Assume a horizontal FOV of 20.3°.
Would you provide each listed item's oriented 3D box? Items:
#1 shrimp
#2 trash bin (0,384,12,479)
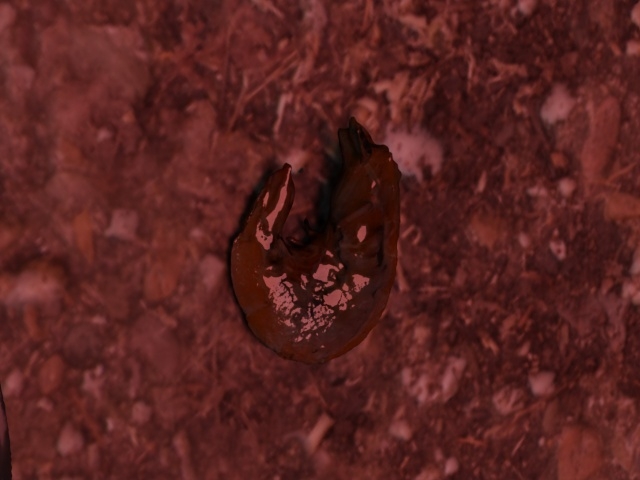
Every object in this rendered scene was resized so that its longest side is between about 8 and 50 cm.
[{"bbox_3d":[0.003,0.001,1.280,0.132,0.051,0.187,0,105,-37],"label":"shrimp"},{"bbox_3d":[-0.279,0.101,1.041,0.161,0.175,0.175,-7,106,-22],"label":"trash bin"}]
